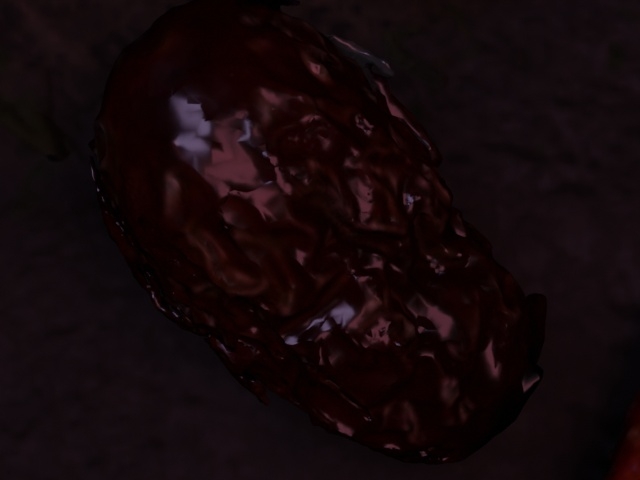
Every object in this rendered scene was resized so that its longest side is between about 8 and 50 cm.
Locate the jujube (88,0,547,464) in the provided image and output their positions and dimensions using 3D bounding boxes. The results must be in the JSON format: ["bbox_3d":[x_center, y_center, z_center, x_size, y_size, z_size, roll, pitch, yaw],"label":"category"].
[{"bbox_3d":[-0.003,0.003,0.581,0.104,0.104,0.166,-41,99,-11],"label":"jujube"}]

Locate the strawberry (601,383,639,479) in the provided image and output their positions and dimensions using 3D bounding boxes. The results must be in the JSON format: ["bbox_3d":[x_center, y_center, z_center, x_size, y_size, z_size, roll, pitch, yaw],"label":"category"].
[{"bbox_3d":[0.185,0.064,0.612,0.236,0.175,0.107,-33,133,21],"label":"strawberry"}]
